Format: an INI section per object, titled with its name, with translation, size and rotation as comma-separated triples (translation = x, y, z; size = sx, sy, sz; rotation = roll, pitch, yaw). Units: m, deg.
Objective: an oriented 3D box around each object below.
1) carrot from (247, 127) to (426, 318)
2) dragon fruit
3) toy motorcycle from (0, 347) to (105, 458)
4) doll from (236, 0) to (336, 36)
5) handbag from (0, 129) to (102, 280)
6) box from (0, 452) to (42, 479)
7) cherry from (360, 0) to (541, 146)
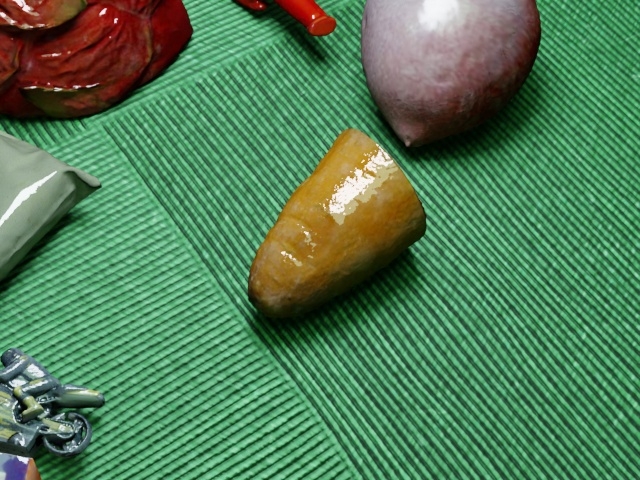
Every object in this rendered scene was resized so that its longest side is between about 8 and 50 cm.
[carrot]
translation = 0.000, 0.000, 1.383
size = 0.225, 0.159, 0.159
rotation = -42, 67, -13
[dragon fruit]
translation = -0.366, -0.331, 1.507
size = 0.240, 0.330, 0.302
rotation = 25, 58, 40
[toy motorcycle]
translation = -0.335, 0.175, 1.291
size = 0.193, 0.061, 0.124
rotation = 7, 54, 4
[doll]
translation = -0.111, -0.421, 1.626
size = 0.099, 0.188, 0.384
rotation = -18, 39, -37
[handbag]
translation = -0.454, -0.018, 1.386
size = 0.253, 0.109, 0.316
rotation = 28, 60, 21
[box]
translation = -0.422, 0.377, 1.038
size = 0.318, 0.257, 0.349
rotation = 7, 57, 1
[cherry]
translation = 0.160, -0.251, 1.504
size = 0.239, 0.206, 0.239
rotation = 8, 54, -12
